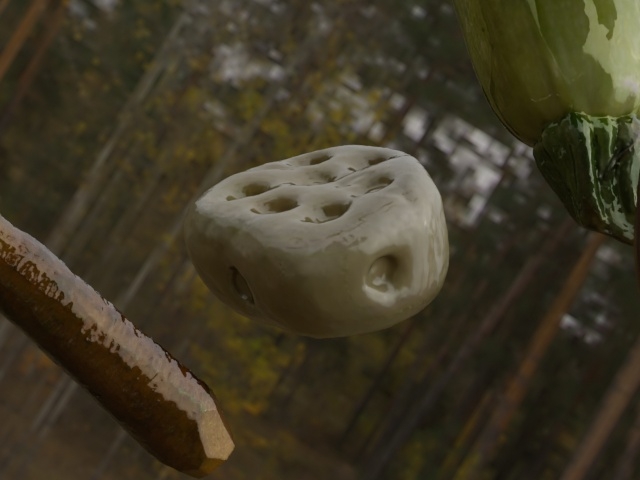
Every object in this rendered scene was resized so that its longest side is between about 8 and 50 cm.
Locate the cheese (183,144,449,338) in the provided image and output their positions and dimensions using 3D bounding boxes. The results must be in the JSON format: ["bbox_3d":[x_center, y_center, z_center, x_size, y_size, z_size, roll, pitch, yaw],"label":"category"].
[{"bbox_3d":[0.000,0.000,1.489,0.218,0.117,0.235,-3,19,16],"label":"cheese"}]

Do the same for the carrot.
[{"bbox_3d":[-0.175,0.047,1.233,0.314,0.066,0.066,46,-8,-20],"label":"carrot"}]

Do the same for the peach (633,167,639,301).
[{"bbox_3d":[0.227,0.016,0.618,0.247,0.292,0.292,0,10,-23],"label":"peach"}]

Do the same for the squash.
[{"bbox_3d":[0.118,-0.131,0.907,0.137,0.137,0.287,34,37,-36],"label":"squash"}]
